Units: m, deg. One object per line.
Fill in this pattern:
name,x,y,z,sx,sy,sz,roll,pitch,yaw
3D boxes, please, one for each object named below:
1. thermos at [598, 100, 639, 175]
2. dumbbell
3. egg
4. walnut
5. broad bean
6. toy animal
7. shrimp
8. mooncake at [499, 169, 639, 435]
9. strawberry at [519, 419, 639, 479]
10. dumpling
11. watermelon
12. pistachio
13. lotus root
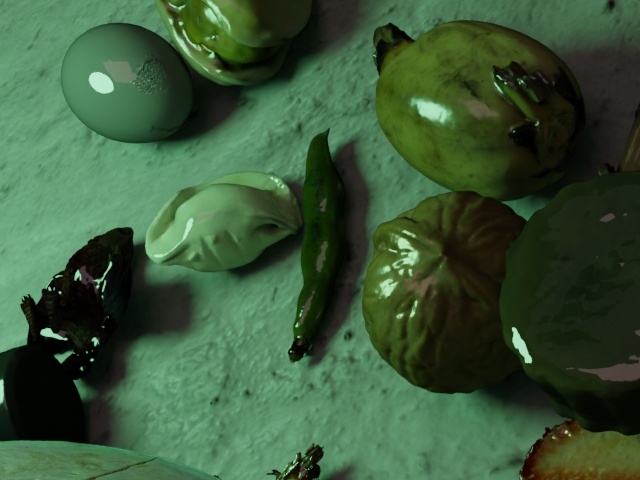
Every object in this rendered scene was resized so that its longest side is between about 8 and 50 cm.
thermos,0.326,-0.030,1.593,0.124,0.099,0.232,6,62,35
dumbbell,-0.395,0.219,1.861,0.218,0.152,0.152,-21,50,20
egg,-0.241,-0.196,2.052,0.199,0.146,0.146,34,81,35
walnut,0.132,0.051,1.590,0.213,0.213,0.213,-17,52,23
broad bean,0.001,-0.001,1.827,0.060,0.043,0.297,-20,51,34
toy animal,-0.268,0.070,1.942,0.218,0.116,0.179,-31,11,50
shrimp,-0.071,0.266,1.696,0.124,0.034,0.178,35,91,46
mooncake,0.274,0.058,1.441,0.228,0.124,0.228,-16,55,24
strawberry,0.295,0.186,1.481,0.208,0.087,0.167,-13,43,37
dumpling,-0.118,-0.032,1.890,0.169,0.100,0.134,-29,45,13
watermelon,-0.222,0.342,1.632,0.292,0.319,0.222,-156,71,-72
pistachio,-0.109,-0.319,2.055,0.166,0.197,0.288,120,140,-50
lotus root,0.149,-0.152,1.750,0.183,0.183,0.310,-50,45,-6
